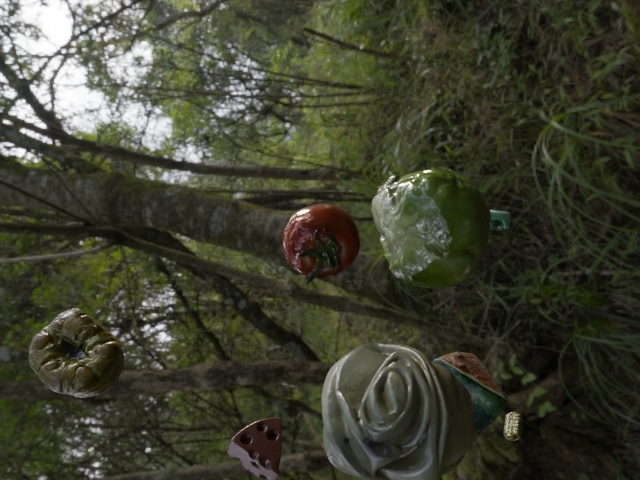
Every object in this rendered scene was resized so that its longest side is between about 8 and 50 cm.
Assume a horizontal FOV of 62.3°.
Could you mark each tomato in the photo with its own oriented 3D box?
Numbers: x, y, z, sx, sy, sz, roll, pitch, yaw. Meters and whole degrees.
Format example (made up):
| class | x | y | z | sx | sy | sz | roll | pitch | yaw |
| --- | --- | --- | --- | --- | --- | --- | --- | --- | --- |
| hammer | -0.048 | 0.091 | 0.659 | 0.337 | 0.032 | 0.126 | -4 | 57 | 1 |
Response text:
| class | x | y | z | sx | sy | sz | roll | pitch | yaw |
| --- | --- | --- | --- | --- | --- | --- | --- | --- | --- |
| tomato | 0.000 | 0.000 | 1.743 | 0.224 | 0.256 | 0.255 | -111 | 15 | -61 |

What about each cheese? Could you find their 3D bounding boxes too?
| class | x | y | z | sx | sy | sz | roll | pitch | yaw |
| --- | --- | --- | --- | --- | --- | --- | --- | --- | --- |
| cheese | -0.236 | 0.738 | 1.870 | 0.128 | 0.177 | 0.202 | 111 | 164 | -47 |

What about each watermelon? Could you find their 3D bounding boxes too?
| class | x | y | z | sx | sy | sz | roll | pitch | yaw |
| --- | --- | --- | --- | --- | --- | --- | --- | --- | --- |
| watermelon | 0.495 | 0.543 | 1.924 | 0.250 | 0.283 | 0.292 | -51 | -13 | 11 |

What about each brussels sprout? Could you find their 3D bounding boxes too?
| class | x | y | z | sx | sy | sz | roll | pitch | yaw |
| --- | --- | --- | --- | --- | --- | --- | --- | --- | --- |
| brussels sprout | 0.251 | -0.024 | 1.220 | 0.317 | 0.243 | 0.273 | 4 | 125 | 62 |

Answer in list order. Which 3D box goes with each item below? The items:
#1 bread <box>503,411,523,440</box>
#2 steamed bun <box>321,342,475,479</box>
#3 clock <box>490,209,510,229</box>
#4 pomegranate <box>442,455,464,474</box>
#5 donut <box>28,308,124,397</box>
| class | x | y | z | sx | sy | sz | roll | pitch | yaw |
| --- | --- | --- | --- | --- | --- | --- | --- | --- | --- |
| bread | 0.523 | 0.505 | 1.433 | 0.033 | 0.049 | 0.088 | 53 | -142 | -22 |
| steamed bun | 0.172 | 0.409 | 1.247 | 0.255 | 0.368 | 0.342 | 56 | -134 | -63 |
| clock | 0.539 | -0.072 | 1.840 | 0.159 | 0.211 | 0.066 | -67 | -23 | -83 |
| pomegranate | 0.293 | 0.552 | 1.426 | 0.241 | 0.159 | 0.189 | -9 | 102 | 58 |
| donut | -0.683 | 0.324 | 1.489 | 0.208 | 0.261 | 0.128 | -44 | -25 | -23 |
